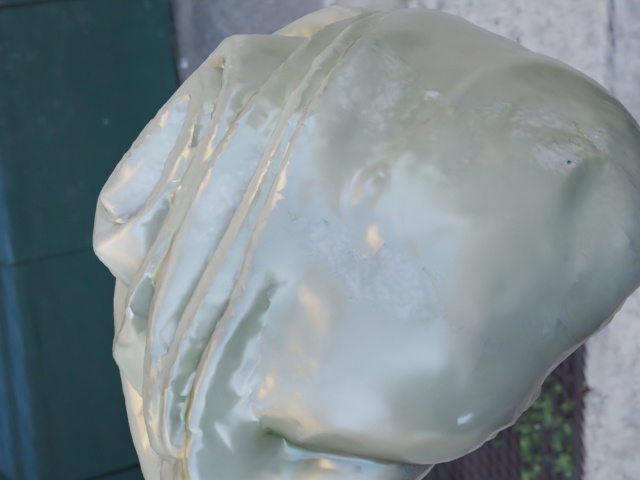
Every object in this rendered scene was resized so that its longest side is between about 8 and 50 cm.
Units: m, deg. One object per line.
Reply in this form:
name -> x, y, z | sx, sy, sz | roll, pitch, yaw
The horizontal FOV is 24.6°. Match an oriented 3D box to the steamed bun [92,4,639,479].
steamed bun -> 0.007, -0.007, 0.773 | 0.219, 0.324, 0.310 | 43, 110, -9
